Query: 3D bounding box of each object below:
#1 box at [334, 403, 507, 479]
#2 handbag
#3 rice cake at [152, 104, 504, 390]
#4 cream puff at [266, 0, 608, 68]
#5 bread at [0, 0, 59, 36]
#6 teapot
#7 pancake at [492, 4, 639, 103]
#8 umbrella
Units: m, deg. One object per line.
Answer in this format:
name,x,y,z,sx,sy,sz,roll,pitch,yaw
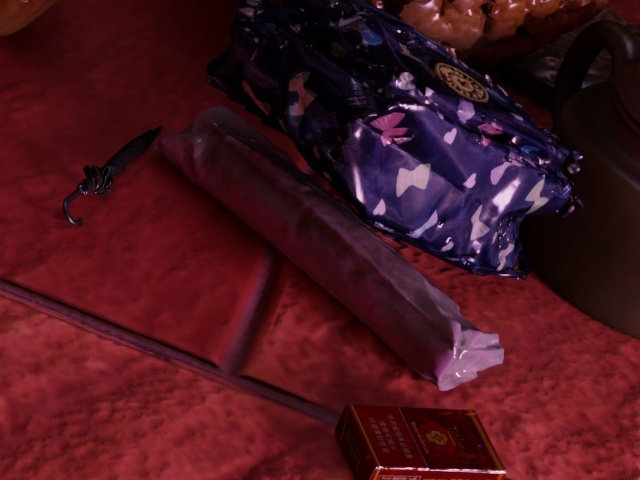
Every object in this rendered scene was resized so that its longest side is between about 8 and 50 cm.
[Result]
box,0.054,0.115,1.070,0.082,0.023,0.051,5,36,-26
handbag,0.048,-0.068,1.195,0.162,0.113,0.260,39,11,38
rice cake,0.000,-0.001,1.189,0.270,0.049,0.055,40,14,26
cream puff,0.060,-0.233,1.398,0.343,0.231,0.327,7,19,34
bread,-0.255,-0.212,1.263,0.240,0.139,0.240,16,32,-10
teapot,0.236,-0.055,1.300,0.186,0.175,0.267,1,37,-34
pancake,0.217,-0.170,1.597,0.288,0.033,0.286,13,31,-16
umbrella,-0.127,-0.048,1.210,0.022,0.022,0.149,61,27,-17
